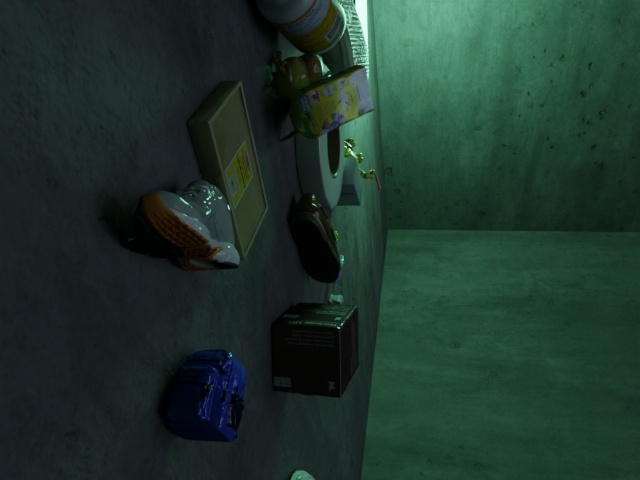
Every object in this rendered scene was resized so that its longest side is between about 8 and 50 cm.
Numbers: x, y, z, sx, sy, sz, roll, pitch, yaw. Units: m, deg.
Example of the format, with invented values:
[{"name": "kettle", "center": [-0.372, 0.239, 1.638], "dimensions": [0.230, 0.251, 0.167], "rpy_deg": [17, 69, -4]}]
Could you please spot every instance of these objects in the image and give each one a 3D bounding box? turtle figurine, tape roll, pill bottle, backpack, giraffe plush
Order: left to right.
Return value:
[{"name": "backpack", "center": [-0.161, 0.216, 0.751], "dimensions": [0.101, 0.098, 0.120], "rpy_deg": [71, 24, -49]}, {"name": "pill bottle", "center": [-0.051, -0.495, 1.071], "dimensions": [0.246, 0.136, 0.136], "rpy_deg": [13, 78, -66]}, {"name": "giraffe plush", "center": [-0.041, -0.352, 1.196], "dimensions": [0.210, 0.181, 0.170], "rpy_deg": [-44, 134, -21]}, {"name": "tape roll", "center": [0.007, -0.286, 1.541], "dimensions": [0.392, 0.072, 0.392], "rpy_deg": [0, 90, -78]}, {"name": "turtle figurine", "center": [0.124, -0.297, 1.943], "dimensions": [0.269, 0.087, 0.217], "rpy_deg": [45, 17, -13]}]

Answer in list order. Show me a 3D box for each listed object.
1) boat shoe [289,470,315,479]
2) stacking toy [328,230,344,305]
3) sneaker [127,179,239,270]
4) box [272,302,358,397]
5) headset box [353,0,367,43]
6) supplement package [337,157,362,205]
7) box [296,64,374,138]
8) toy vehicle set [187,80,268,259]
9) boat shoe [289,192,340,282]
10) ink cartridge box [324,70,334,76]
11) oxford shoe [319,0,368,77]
[{"name": "boat shoe", "center": [-0.040, 0.657, 1.329], "dimensions": [0.277, 0.096, 0.098], "rpy_deg": [48, 44, -73]}, {"name": "stacking toy", "center": [0.059, 0.100, 1.847], "dimensions": [0.221, 0.052, 0.167], "rpy_deg": [-77, 163, -46]}, {"name": "sneaker", "center": [-0.180, -0.035, 0.695], "dimensions": [0.262, 0.099, 0.121], "rpy_deg": [71, 14, -76]}, {"name": "box", "center": [-0.006, 0.259, 1.273], "dimensions": [0.203, 0.168, 0.167], "rpy_deg": [-27, 117, -73]}, {"name": "headset box", "center": [0.069, -0.722, 1.650], "dimensions": [0.246, 0.131, 0.283], "rpy_deg": [-56, 146, -67]}, {"name": "supplement package", "center": [0.082, -0.201, 1.808], "dimensions": [0.179, 0.105, 0.105], "rpy_deg": [60, 33, -66]}, {"name": "box", "center": [0.028, -0.303, 1.141], "dimensions": [0.043, 0.179, 0.105], "rpy_deg": [30, -36, 51]}, {"name": "toy vehicle set", "center": [-0.152, -0.120, 0.908], "dimensions": [0.166, 0.035, 0.267], "rpy_deg": [-73, 160, -52]}, {"name": "boat shoe", "center": [0.000, 0.000, 1.433], "dimensions": [0.307, 0.111, 0.104], "rpy_deg": [76, 21, -50]}, {"name": "ink cartridge box", "center": [0.046, -0.497, 1.726], "dimensions": [0.104, 0.060, 0.180], "rpy_deg": [-71, 159, -52]}, {"name": "oxford shoe", "center": [0.040, -0.566, 1.450], "dimensions": [0.449, 0.130, 0.169], "rpy_deg": [55, 40, -55]}]
